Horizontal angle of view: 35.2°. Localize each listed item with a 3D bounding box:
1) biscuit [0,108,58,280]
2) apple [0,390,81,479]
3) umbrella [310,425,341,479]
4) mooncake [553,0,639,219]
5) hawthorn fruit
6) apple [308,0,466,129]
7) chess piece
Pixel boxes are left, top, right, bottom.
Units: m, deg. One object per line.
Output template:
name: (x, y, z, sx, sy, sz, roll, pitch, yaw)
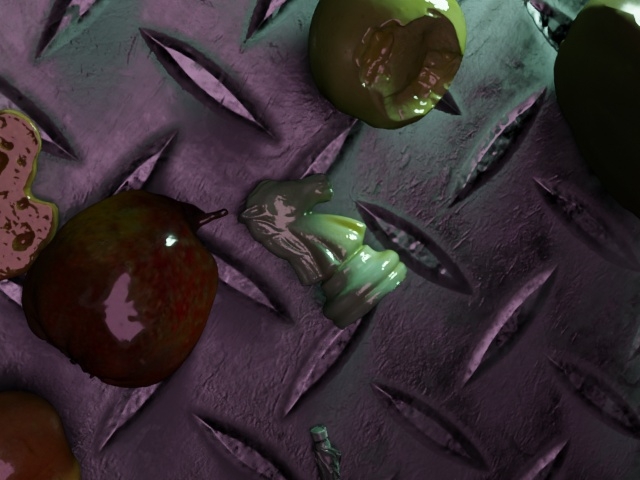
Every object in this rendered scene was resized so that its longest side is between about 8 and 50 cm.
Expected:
biscuit: (-0.602, -0.059, 1.676, 0.351, 0.057, 0.312, -30, 104, -6)
apple: (-0.516, 0.374, 1.676, 0.253, 0.253, 0.253, -2, 99, -13)
umbrella: (0.020, 0.442, 1.914, 0.050, 0.046, 0.188, -15, 97, -15)
mooncake: (0.628, -0.247, 1.756, 0.262, 0.467, 0.467, -31, 104, -12)
hawthorn fruit: (-0.322, 0.073, 1.648, 0.308, 0.308, 0.324, 14, 85, -15)
apple: (0.106, -0.329, 1.711, 0.279, 0.279, 0.279, -2, 99, -13)
chess piece: (0.000, 0.000, 1.800, 0.176, 0.176, 0.298, -43, 93, -4)
